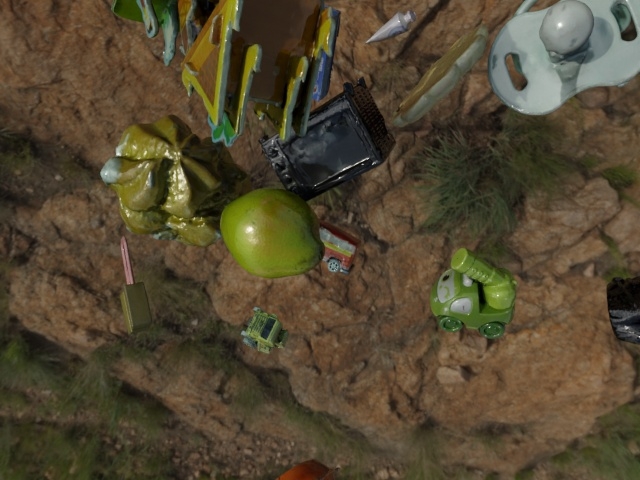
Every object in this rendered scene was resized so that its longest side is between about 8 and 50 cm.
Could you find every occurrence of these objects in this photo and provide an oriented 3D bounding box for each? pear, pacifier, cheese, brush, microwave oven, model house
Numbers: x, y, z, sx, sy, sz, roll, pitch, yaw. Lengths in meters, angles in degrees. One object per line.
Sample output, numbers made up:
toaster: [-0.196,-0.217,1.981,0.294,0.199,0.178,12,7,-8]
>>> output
pear: [-0.090,-0.014,0.946,0.220,0.187,0.187,14,125,28]
pacifier: [0.520,-0.439,0.975,0.343,0.269,0.288,-22,83,27]
cheese: [-0.082,0.699,1.236,0.329,0.129,0.217,-10,146,-42]
brush: [-0.457,0.100,1.098,0.047,0.233,0.103,-10,166,-32]
microwave oven: [0.019,-0.218,1.024,0.247,0.188,0.178,-24,103,28]
model house: [-0.155,-0.278,0.679,0.243,0.312,0.358,1,168,-37]

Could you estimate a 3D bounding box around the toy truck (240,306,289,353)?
toy truck: [-0.146,0.260,1.261,0.116,0.085,0.191,23,156,5]

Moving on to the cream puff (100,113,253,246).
cream puff: [-0.329,-0.160,1.138,0.378,0.378,0.275,25,132,-18]

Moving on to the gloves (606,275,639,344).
gloves: [0.614,0.118,0.802,0.181,0.129,0.106,-13,103,38]

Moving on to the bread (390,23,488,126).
bread: [0.301,-0.407,1.157,0.054,0.316,0.316,41,110,-10]

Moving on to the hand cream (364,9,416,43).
hand cream: [0.191,-0.562,1.225,0.142,0.084,0.053,-20,96,46]

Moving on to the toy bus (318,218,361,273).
toy bus: [0.000,0.000,1.457,0.265,0.121,0.119,27,106,9]

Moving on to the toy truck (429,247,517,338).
toy truck: [0.366,0.118,1.058,0.187,0.148,0.210,18,132,1]

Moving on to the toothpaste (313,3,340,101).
toothpaste: [0.002,-0.547,1.358,0.066,0.053,0.272,32,143,15]
